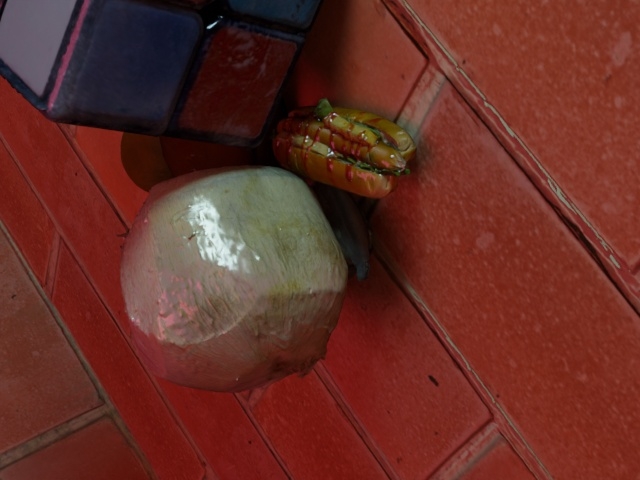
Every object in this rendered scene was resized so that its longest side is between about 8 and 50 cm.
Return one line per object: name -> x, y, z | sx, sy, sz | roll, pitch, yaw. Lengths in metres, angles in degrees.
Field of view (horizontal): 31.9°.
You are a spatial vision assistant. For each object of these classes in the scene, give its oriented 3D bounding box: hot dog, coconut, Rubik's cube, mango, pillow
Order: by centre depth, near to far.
Rubik's cube -> -0.206, -0.319, 1.286 | 0.316, 0.318, 0.313 | 40, 114, 36
hot dog -> 0.023, -0.118, 1.381 | 0.076, 0.104, 0.250 | 34, 175, -37
coconut -> -0.110, 0.063, 1.422 | 0.297, 0.297, 0.254 | 135, 126, -59
pillow -> 0.000, 0.000, 1.549 | 0.169, 0.059, 0.255 | 62, 152, 6
mango -> -0.254, -0.157, 1.808 | 0.137, 0.091, 0.237 | 56, 143, 5

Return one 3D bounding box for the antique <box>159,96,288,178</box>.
antique -> -0.134, -0.157, 1.572 | 0.223, 0.129, 0.278 | 49, 147, 26
